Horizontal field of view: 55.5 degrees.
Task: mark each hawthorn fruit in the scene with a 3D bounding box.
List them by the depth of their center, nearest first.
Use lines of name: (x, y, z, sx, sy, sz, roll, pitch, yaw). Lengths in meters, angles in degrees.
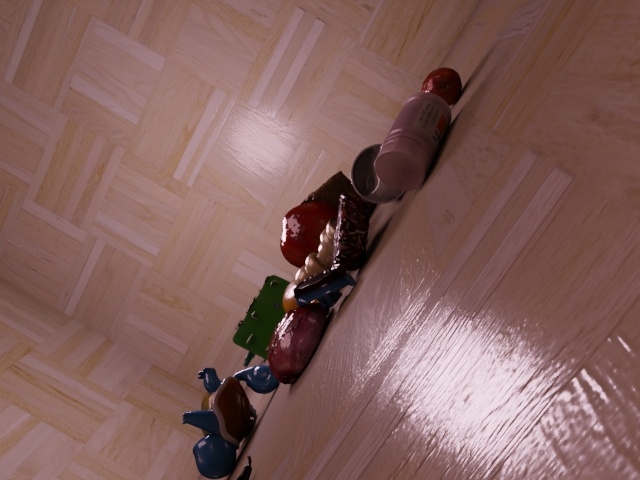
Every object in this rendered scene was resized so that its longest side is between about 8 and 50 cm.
hawthorn fruit: (0.348, -0.436, 1.736, 0.128, 0.128, 0.128, -60, 1, 2)
hawthorn fruit: (0.000, 0.000, 2.173, 0.307, 0.265, 0.265, 33, 94, 47)

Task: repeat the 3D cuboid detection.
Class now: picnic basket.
picnic basket: (0.041, -0.092, 2.432, 0.321, 0.254, 0.291, -46, -2, -8)

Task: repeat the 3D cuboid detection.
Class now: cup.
cup: (0.201, -0.194, 1.780, 0.202, 0.221, 0.166, -47, -46, -84)

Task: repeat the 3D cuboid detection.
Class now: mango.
mango: (-0.052, 0.201, 2.130, 0.175, 0.139, 0.254, -63, 8, -8)

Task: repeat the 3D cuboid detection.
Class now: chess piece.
chess piece: (0.016, 0.067, 1.947, 0.261, 0.143, 0.142, -53, 4, 21)

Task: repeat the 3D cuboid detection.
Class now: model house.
model house: (-0.178, 0.381, 2.512, 0.312, 0.243, 0.357, 88, -153, -61)

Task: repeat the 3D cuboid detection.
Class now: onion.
onion: (-0.066, 0.266, 1.745, 0.227, 0.120, 0.283, -51, 7, 47)

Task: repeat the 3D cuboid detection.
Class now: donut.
donut: (0.085, -0.016, 1.712, 0.235, 0.089, 0.235, -173, 90, -88)

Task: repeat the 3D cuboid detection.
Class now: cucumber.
cucumber: (-0.194, 0.575, 1.390, 0.039, 0.043, 0.163, -17, 33, 47)

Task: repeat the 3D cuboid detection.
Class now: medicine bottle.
medicine bottle: (0.231, -0.248, 1.505, 0.249, 0.133, 0.133, -59, 1, -38)

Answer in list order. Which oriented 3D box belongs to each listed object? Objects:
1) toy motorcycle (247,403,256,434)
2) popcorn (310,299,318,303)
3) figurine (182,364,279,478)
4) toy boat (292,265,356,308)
toy motorcycle: (-0.278, 0.661, 2.188, 0.124, 0.061, 0.193, -53, 9, -5)
popcorn: (0.003, 0.196, 1.931, 0.082, 0.057, 0.083, -58, 0, 28)
figurine: (-0.323, 0.584, 2.057, 0.298, 0.243, 0.416, 86, -151, -54)
toy boat: (0.014, 0.138, 1.666, 0.223, 0.097, 0.100, -26, 14, 46)
